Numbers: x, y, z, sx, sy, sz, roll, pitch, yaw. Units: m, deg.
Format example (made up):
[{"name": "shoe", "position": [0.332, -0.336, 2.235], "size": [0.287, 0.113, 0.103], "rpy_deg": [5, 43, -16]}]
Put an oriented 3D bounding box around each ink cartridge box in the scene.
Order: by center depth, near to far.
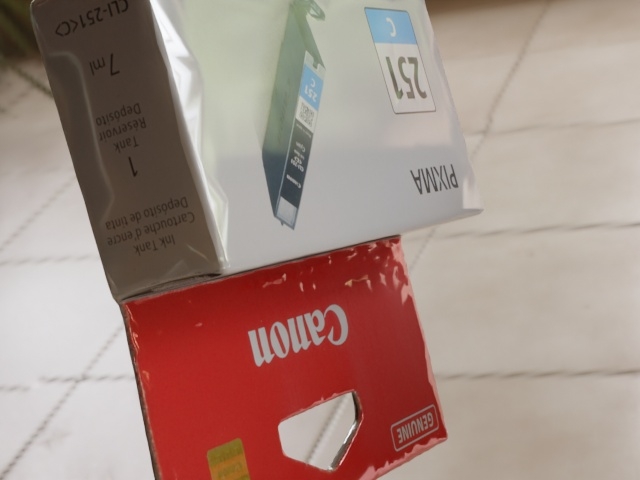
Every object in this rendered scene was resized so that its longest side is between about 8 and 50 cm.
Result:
[{"name": "ink cartridge box", "position": [0.000, 0.000, 0.739], "size": [0.066, 0.261, 0.296], "rpy_deg": [-16, -1, 28]}]
